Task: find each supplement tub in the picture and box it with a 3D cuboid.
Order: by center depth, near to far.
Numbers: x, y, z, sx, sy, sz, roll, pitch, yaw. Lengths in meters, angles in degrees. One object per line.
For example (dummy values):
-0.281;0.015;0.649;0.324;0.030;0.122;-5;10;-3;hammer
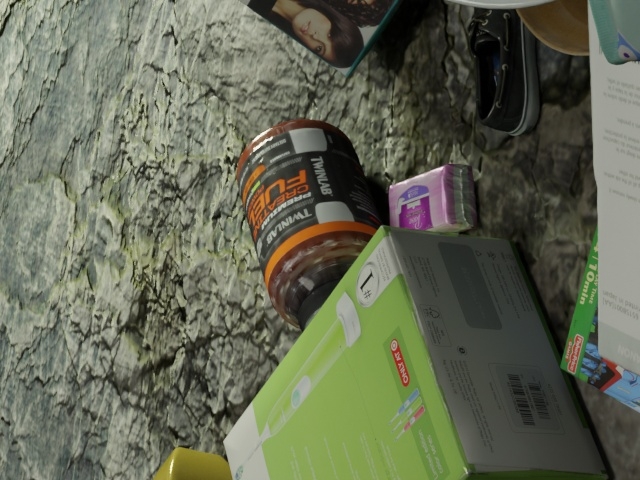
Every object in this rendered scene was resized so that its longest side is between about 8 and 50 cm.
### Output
0.000;0.000;1.344;0.106;0.106;0.198;-61;32;34;supplement tub

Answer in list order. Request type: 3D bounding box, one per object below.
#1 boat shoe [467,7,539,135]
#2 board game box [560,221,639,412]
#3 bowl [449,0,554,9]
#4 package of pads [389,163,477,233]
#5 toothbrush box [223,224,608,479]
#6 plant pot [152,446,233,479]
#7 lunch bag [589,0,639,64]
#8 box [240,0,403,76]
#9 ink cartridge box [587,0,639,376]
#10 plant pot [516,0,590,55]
0.129;-0.146;1.228;0.049;0.040;0.142;-33;58;53;boat shoe
0.238;0.039;1.015;0.211;0.039;0.160;29;109;56;board game box
0.113;-0.307;1.073;0.298;0.134;0.297;24;135;27;bowl
0.086;-0.026;1.290;0.083;0.032;0.050;-20;68;57;package of pads
0.055;0.157;1.224;0.283;0.122;0.206;-54;41;39;toothbrush box
-0.120;0.240;1.553;0.081;0.081;0.083;-53;32;42;plant pot
0.275;-0.195;0.793;0.223;0.262;0.160;2;115;58;lunch bag
-0.045;-0.246;1.364;0.100;0.244;0.060;-55;0;39;box
0.252;-0.011;0.912;0.275;0.060;0.238;28;129;56;ink cartridge box
0.202;-0.240;1.130;0.236;0.032;0.236;-13;75;58;plant pot
